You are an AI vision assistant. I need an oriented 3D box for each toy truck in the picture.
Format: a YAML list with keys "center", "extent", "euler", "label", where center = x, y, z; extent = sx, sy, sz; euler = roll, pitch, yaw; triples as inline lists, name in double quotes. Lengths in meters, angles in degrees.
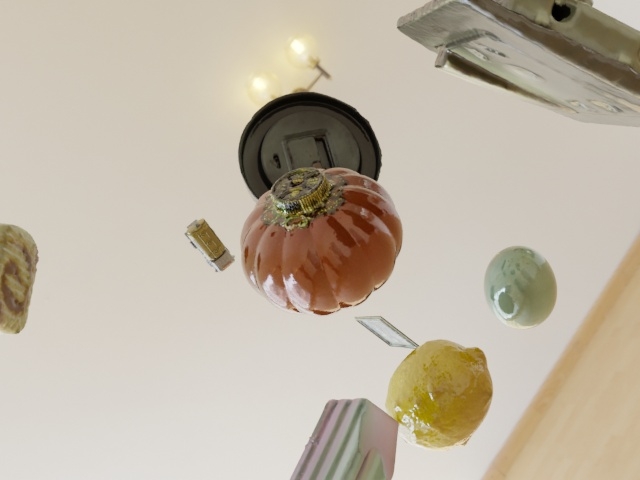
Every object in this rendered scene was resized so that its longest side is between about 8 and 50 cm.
- center: [-0.220, 0.009, 1.179]
  extent: [0.052, 0.123, 0.063]
  euler: [-42, 34, -13]
  label: "toy truck"

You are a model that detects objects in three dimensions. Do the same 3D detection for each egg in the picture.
- center: [0.477, 0.112, 1.420]
  extent: [0.168, 0.230, 0.168]
  euler: [-14, 38, 11]
  label: "egg"

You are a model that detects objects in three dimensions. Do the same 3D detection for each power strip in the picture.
- center: [0.213, -0.182, 0.555]
  extent: [0.251, 0.257, 0.092]
  euler: [-123, 55, -79]
  label: "power strip"

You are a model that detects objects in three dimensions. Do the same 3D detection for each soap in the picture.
- center: [0.029, 0.453, 1.089]
  extent: [0.193, 0.109, 0.323]
  euler: [-28, 26, 56]
  label: "soap"

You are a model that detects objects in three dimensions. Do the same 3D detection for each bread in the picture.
- center: [-0.660, 0.061, 0.970]
  extent: [0.155, 0.338, 0.187]
  euler: [95, 174, -65]
  label: "bread"

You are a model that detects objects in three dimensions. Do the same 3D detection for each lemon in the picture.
- center: [0.274, 0.353, 1.365]
  extent: [0.288, 0.233, 0.233]
  euler: [-52, 1, 16]
  label: "lemon"

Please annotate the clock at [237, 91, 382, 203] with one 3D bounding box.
- center: [-0.024, -0.184, 1.351]
  extent: [0.325, 0.325, 0.067]
  euler: [-50, -7, -17]
  label: "clock"

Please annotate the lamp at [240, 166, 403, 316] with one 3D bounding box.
- center: [0.000, 0.000, 0.795]
  extent: [0.223, 0.196, 0.223]
  euler: [-13, 39, 11]
  label: "lamp"

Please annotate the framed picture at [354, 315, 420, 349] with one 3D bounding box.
- center: [0.174, 0.245, 1.570]
  extent: [0.011, 0.142, 0.183]
  euler: [-55, 11, -17]
  label: "framed picture"
